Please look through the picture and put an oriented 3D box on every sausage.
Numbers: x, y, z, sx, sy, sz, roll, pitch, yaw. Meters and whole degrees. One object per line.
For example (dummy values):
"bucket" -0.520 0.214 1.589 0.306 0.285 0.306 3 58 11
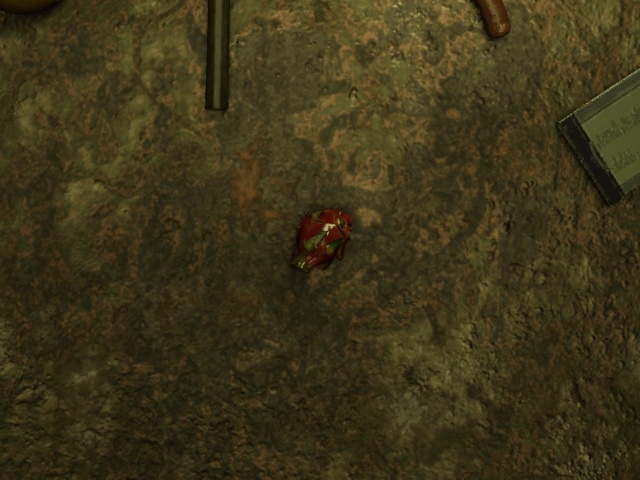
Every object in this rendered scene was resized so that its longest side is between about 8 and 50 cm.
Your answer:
"sausage" 0.240 -0.377 1.864 0.042 0.036 0.158 -35 97 -33

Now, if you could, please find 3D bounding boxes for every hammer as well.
"hammer" -0.154 -0.377 1.853 0.111 0.043 0.365 1 97 -2

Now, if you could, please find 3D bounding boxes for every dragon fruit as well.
"dragon fruit" -0.001 0.002 1.870 0.081 0.086 0.116 29 83 20

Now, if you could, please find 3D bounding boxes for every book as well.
"book" 0.497 -0.178 1.900 0.231 0.026 0.157 -33 93 1

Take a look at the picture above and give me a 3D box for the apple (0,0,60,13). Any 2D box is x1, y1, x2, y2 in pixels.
"apple" -0.431 -0.407 1.803 0.146 0.163 0.147 20 118 9
